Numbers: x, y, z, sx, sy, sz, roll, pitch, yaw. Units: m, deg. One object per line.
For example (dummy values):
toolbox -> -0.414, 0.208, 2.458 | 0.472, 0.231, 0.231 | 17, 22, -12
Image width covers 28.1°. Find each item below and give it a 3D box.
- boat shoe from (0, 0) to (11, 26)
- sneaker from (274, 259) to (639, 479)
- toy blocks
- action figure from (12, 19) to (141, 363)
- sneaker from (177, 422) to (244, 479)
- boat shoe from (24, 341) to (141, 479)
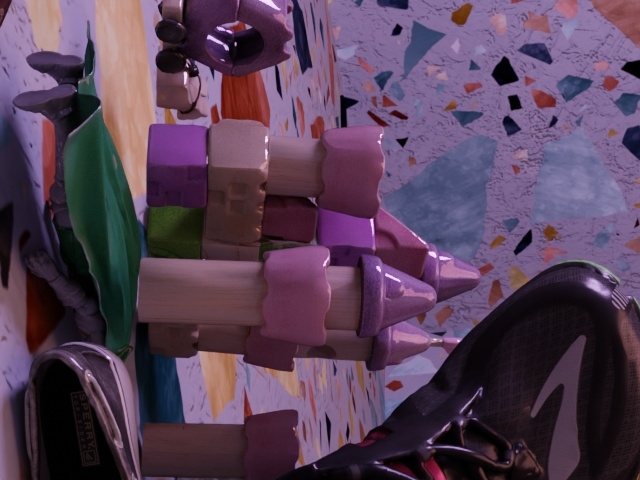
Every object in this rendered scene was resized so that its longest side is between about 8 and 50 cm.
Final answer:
boat shoe -> -0.172, -0.118, 0.538 | 0.342, 0.123, 0.123 | -98, 175, -47
sneaker -> 0.066, 0.207, 0.890 | 0.185, 0.483, 0.202 | 40, -9, 19
toy blocks -> 0.000, 0.000, 0.971 | 0.288, 0.260, 0.308 | 99, -9, -53
action figure -> -0.149, -0.005, 0.818 | 0.137, 0.064, 0.232 | -89, 177, -54
sneaker -> -0.040, 0.336, 1.084 | 0.148, 0.131, 0.350 | 58, 25, -63
boat shoe -> -0.134, 0.169, 0.752 | 0.070, 0.078, 0.219 | 15, 60, -83
